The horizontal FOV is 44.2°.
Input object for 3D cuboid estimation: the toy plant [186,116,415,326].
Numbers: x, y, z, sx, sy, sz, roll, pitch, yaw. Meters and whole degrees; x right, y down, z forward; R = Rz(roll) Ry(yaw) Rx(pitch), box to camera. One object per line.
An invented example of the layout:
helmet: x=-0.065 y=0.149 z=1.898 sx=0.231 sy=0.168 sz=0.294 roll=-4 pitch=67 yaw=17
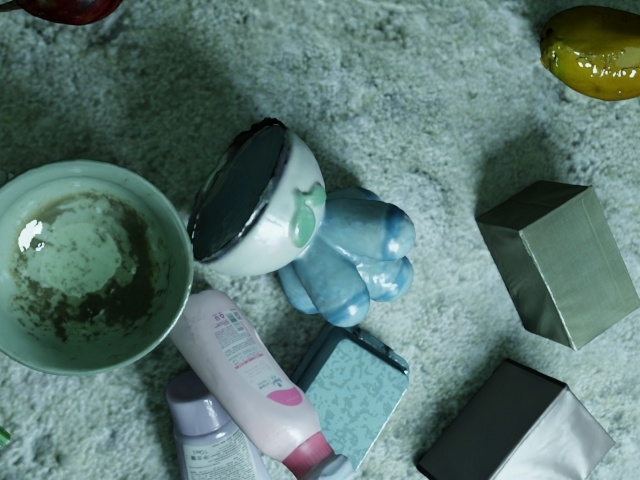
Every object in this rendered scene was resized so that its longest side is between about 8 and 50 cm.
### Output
toy plant: x=0.000 y=0.000 z=1.155 sx=0.332 sy=0.247 sz=0.247 roll=32 pitch=87 yaw=-26

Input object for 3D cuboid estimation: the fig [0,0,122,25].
fig: x=-0.334 y=-0.339 z=1.022 sx=0.148 sy=0.149 sz=0.202 roll=40 pitch=89 yaw=-24

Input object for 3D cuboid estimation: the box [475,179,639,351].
box: x=0.395 y=0.034 z=1.311 sx=0.155 sy=0.149 sz=0.231 roll=-32 pitch=106 yaw=-11

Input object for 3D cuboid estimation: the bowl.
bowl: x=-0.326 y=0.027 z=1.078 sx=0.289 sy=0.146 sz=0.289 roll=-3 pitch=99 yaw=-16

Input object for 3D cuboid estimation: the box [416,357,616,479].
box: x=0.322 y=0.355 z=1.314 sx=0.153 sy=0.188 sz=0.252 roll=45 pitch=81 yaw=-18

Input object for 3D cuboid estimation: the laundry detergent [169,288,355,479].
laundry detergent: x=-0.083 y=0.218 z=1.110 sx=0.088 sy=0.159 sz=0.335 roll=-46 pitch=73 yaw=19

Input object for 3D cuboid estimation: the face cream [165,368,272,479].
face cream: x=-0.158 y=0.329 z=1.213 sx=0.154 sy=0.096 sz=0.273 roll=-19 pitch=116 yaw=-17

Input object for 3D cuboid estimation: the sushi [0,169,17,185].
sushi: x=-0.527 y=-0.027 z=1.060 sx=0.210 sy=0.040 sz=0.192 roll=14 pitch=93 yaw=-19

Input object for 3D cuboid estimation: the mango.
mango: x=0.470 y=-0.304 z=1.283 sx=0.249 sy=0.156 sz=0.151 roll=4 pitch=98 yaw=-21

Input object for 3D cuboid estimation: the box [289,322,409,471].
box: x=0.030 y=0.252 z=1.233 sx=0.162 sy=0.130 sz=0.227 roll=33 pitch=88 yaw=-4

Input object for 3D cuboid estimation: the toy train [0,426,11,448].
toy train: x=-0.487 y=0.275 z=1.118 sx=0.056 sy=0.038 sz=0.093 roll=-47 pitch=108 yaw=-13
